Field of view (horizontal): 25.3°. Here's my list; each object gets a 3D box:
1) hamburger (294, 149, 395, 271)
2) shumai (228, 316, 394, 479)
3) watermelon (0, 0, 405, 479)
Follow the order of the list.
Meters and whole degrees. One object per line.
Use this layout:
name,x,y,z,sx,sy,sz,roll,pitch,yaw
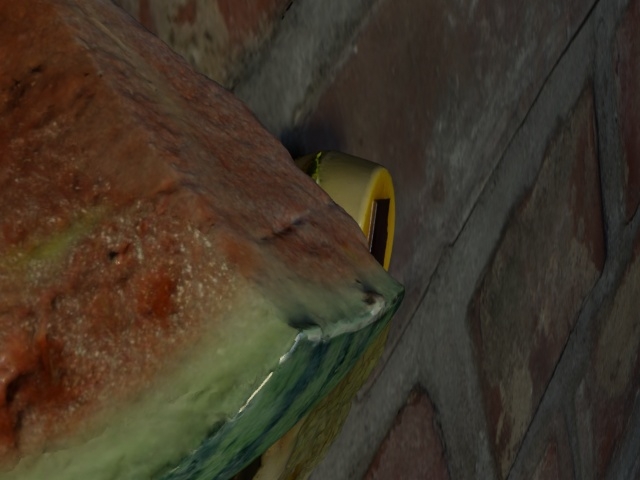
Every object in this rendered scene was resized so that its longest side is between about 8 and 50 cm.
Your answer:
hamburger,0.000,0.000,0.976,0.141,0.081,0.126,-48,145,-65
shumai,-0.043,0.085,0.874,0.201,0.120,0.201,-57,169,-17
watermelon,-0.135,0.028,0.608,0.292,0.283,0.250,54,32,-24
